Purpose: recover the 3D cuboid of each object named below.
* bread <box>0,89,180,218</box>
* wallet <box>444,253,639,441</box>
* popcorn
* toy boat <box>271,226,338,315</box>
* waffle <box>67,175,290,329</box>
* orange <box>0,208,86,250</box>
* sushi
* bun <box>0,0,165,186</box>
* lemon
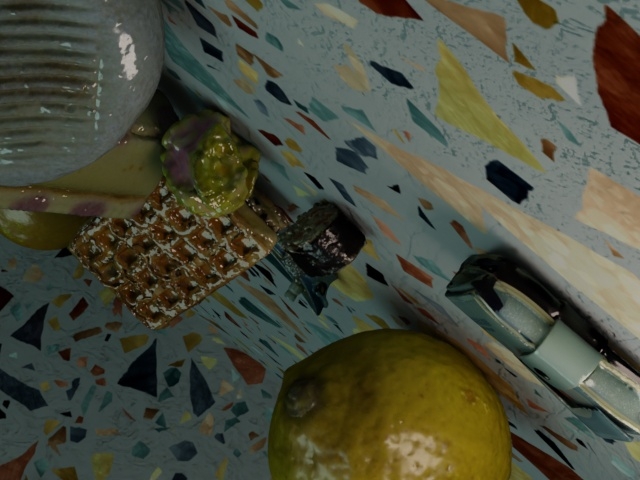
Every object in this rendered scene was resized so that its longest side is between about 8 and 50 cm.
[{"bbox_3d":[-0.363,-0.137,1.920,0.338,0.187,0.155,4,-139,-49],"label":"bread"},{"bbox_3d":[0.256,0.116,1.584,0.250,0.075,0.176,42,174,-3],"label":"wallet"},{"bbox_3d":[-0.150,-0.102,1.924,0.145,0.125,0.126,54,-168,11],"label":"popcorn"},{"bbox_3d":[-0.075,0.026,2.224,0.238,0.098,0.109,42,171,-8],"label":"toy boat"},{"bbox_3d":[-0.219,-0.010,2.145,0.213,0.091,0.308,47,130,-12],"label":"waffle"},{"bbox_3d":[-0.501,-0.119,2.587,0.235,0.279,0.279,10,169,-4],"label":"orange"},{"bbox_3d":[0.000,0.000,1.916,0.078,0.090,0.150,48,169,-14],"label":"sushi"},{"bbox_3d":[-0.347,-0.239,1.626,0.362,0.362,0.211,46,-159,-24],"label":"bun"},{"bbox_3d":[0.093,0.290,2.056,0.349,0.350,0.387,28,171,48],"label":"lemon"}]
